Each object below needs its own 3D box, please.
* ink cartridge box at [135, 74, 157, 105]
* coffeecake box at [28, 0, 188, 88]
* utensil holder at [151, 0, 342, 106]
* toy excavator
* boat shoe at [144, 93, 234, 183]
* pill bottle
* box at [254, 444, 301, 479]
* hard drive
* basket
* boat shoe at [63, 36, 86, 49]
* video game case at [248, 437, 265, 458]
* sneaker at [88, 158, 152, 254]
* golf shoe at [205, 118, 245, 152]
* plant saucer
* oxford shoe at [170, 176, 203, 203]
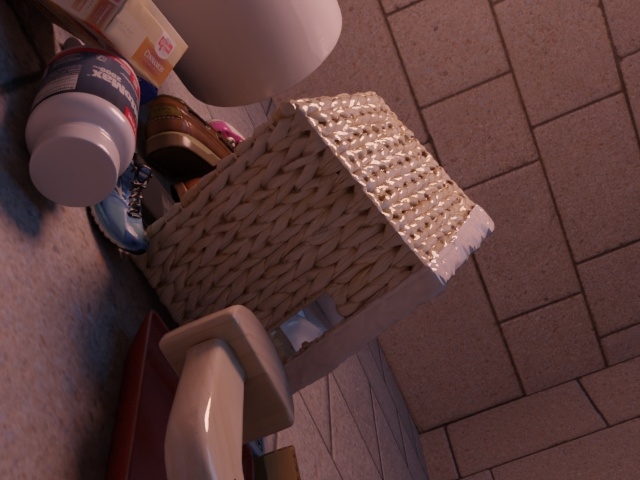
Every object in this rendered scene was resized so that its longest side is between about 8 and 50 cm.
[{"bbox_3d":[-0.299,-0.304,1.168,0.207,0.046,0.097,-102,167,-52],"label":"ink cartridge box"},{"bbox_3d":[-0.266,-0.272,0.850,0.185,0.068,0.142,33,-4,17],"label":"coffeecake box"},{"bbox_3d":[-0.169,-0.450,1.139,0.385,0.327,0.328,60,11,-48],"label":"utensil holder"},{"bbox_3d":[-0.048,0.274,0.502,0.433,0.222,0.445,-1,70,-79],"label":"toy excavator"},{"bbox_3d":[-0.184,-0.136,1.211,0.307,0.110,0.105,53,28,-66],"label":"boat shoe"},{"bbox_3d":[-0.246,-0.118,0.762,0.180,0.107,0.108,-103,169,-50],"label":"pill bottle"},{"bbox_3d":[-0.044,0.392,1.014,0.164,0.021,0.201,41,36,-74],"label":"box"},{"bbox_3d":[-0.228,-0.047,1.022,0.135,0.022,0.094,61,10,-48],"label":"hard drive"},{"bbox_3d":[0.000,0.000,0.953,0.266,0.328,0.331,54,26,3],"label":"basket"},{"bbox_3d":[-0.299,-0.216,0.955,0.100,0.035,0.035,62,10,-1],"label":"boat shoe"},{"bbox_3d":[-0.133,0.186,1.053,0.212,0.023,0.193,-101,167,-53],"label":"video game case"},{"bbox_3d":[-0.229,-0.061,0.851,0.063,0.073,0.162,38,31,-77],"label":"sneaker"},{"bbox_3d":[-0.187,-0.159,1.413,0.140,0.115,0.306,60,-3,23],"label":"golf shoe"},{"bbox_3d":[-0.138,0.243,0.741,0.259,0.047,0.258,-100,166,-56],"label":"plant saucer"},{"bbox_3d":[-0.158,0.002,1.132,0.076,0.076,0.212,-9,-79,68],"label":"oxford shoe"}]
